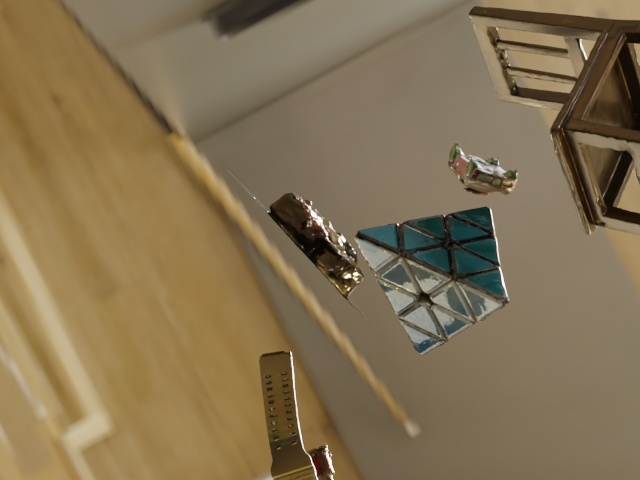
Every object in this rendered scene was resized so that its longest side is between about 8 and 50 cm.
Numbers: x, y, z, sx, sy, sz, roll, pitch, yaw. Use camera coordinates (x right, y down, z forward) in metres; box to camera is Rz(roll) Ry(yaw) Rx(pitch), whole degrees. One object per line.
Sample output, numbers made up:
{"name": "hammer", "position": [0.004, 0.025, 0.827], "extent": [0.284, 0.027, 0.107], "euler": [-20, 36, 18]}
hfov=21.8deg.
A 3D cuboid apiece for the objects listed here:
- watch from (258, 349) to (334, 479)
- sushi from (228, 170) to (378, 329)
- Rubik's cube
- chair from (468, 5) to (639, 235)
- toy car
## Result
{"name": "watch", "position": [-0.026, 0.287, 2.238], "extent": [0.102, 0.165, 0.268], "euler": [-18, -143, 6]}
{"name": "sushi", "position": [0.000, 0.000, 1.937], "extent": [0.047, 0.231, 0.219], "euler": [-43, 170, 0]}
{"name": "Rubik's cube", "position": [0.109, 0.051, 2.096], "extent": [0.190, 0.178, 0.211], "euler": [-60, -164, 25]}
{"name": "chair", "position": [0.358, -0.149, 2.147], "extent": [0.416, 0.203, 0.240], "euler": [8, -125, 32]}
{"name": "toy car", "position": [0.215, -0.089, 2.243], "extent": [0.069, 0.055, 0.142], "euler": [16, -169, -15]}
